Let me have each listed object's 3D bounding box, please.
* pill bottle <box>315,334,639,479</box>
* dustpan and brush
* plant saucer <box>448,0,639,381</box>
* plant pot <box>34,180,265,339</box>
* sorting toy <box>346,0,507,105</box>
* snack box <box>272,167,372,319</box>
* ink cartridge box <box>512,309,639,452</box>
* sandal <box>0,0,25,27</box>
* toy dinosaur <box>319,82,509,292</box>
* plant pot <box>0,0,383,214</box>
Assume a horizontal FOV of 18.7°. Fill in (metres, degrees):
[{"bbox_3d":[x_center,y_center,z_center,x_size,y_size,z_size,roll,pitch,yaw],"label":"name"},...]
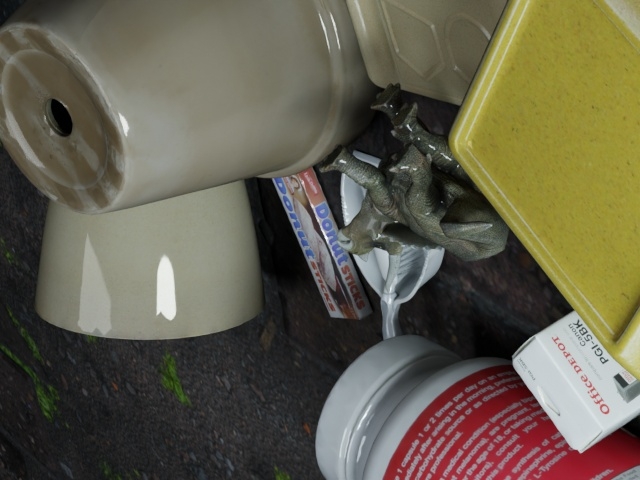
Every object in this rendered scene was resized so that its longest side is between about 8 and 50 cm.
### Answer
[{"bbox_3d":[0.185,0.246,1.750,0.407,0.229,0.229,32,142,44],"label":"pill bottle"},{"bbox_3d":[0.072,0.030,1.921,0.147,0.060,0.211,24,136,50],"label":"dustpan and brush"},{"bbox_3d":[0.221,-0.076,1.449,0.333,0.081,0.333,54,144,27],"label":"plant saucer"},{"bbox_3d":[-0.186,-0.061,2.122,0.256,0.256,0.274,23,118,51],"label":"plant pot"},{"bbox_3d":[0.115,-0.172,1.680,0.229,0.041,0.307,17,133,50],"label":"sorting toy"},{"bbox_3d":[0.000,0.000,2.063,0.064,0.022,0.178,2,118,61],"label":"snack box"},{"bbox_3d":[0.242,0.096,1.603,0.099,0.135,0.056,54,152,12],"label":"ink cartridge box"},{"bbox_3d":[-0.347,-0.317,2.299,0.446,0.107,0.167,70,156,9],"label":"sandal"},{"bbox_3d":[0.103,-0.040,1.668,0.160,0.121,0.313,41,165,-23],"label":"toy dinosaur"},{"bbox_3d":[-0.147,-0.169,1.804,0.323,0.280,0.323,26,132,32],"label":"plant pot"}]
